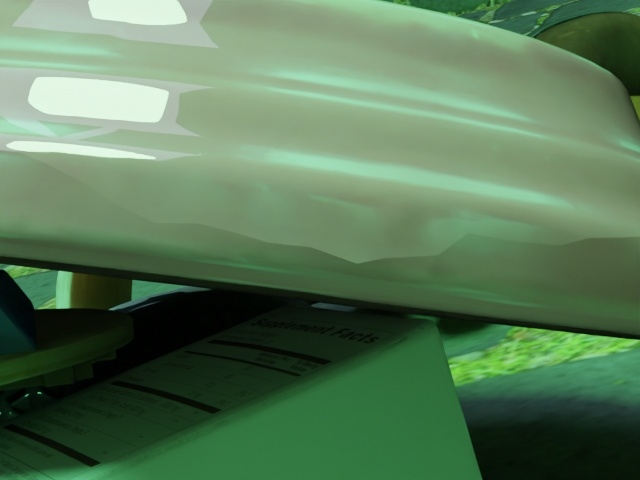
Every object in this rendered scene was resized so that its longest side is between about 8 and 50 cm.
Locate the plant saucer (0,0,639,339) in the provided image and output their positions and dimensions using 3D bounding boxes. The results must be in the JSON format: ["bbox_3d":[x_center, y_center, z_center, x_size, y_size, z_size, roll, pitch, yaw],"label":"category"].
[{"bbox_3d":[-0.028,-0.024,0.542,0.332,0.084,0.332,7,-2,0],"label":"plant saucer"}]

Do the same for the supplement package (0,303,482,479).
[{"bbox_3d":[-0.048,0.099,0.478,0.179,0.105,0.105,-21,10,-25],"label":"supplement package"}]

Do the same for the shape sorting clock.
[{"bbox_3d":[-0.165,0.046,0.547,0.206,0.040,0.206,-11,5,1],"label":"shape sorting clock"}]

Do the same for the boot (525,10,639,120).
[{"bbox_3d":[0.204,-0.088,1.039,0.264,0.096,0.280,-23,14,-31],"label":"boot"}]

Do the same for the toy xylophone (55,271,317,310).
[{"bbox_3d":[0.000,0.000,0.832,0.323,0.081,0.236,-15,-5,16],"label":"toy xylophone"}]

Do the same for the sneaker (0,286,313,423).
[{"bbox_3d":[-0.103,0.068,0.757,0.235,0.084,0.097,-15,9,7],"label":"sneaker"}]
